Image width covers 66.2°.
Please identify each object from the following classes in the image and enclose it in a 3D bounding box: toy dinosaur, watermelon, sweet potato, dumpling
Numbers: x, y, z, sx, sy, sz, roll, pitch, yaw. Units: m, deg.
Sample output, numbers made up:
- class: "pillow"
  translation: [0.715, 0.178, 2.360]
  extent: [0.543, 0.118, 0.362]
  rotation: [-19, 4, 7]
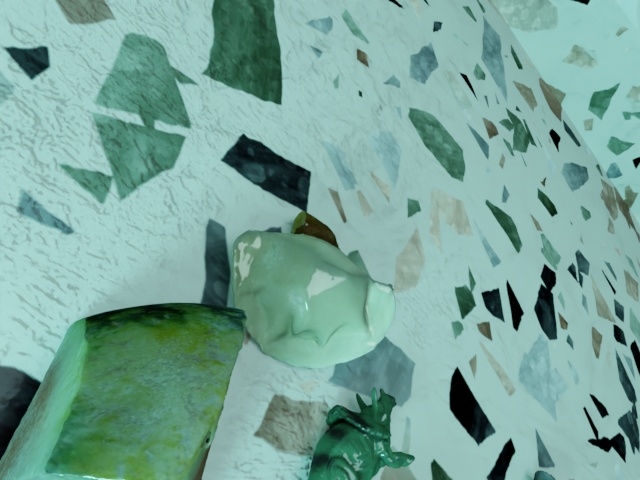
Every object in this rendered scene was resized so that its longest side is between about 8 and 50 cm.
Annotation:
- class: "toy dinosaur"
  translation: [0.034, 0.303, 0.599]
  extent: [0.120, 0.079, 0.292]
  rotation: [42, 45, -12]
- class: "watermelon"
  translation: [-0.145, 0.159, 0.439]
  extent: [0.193, 0.232, 0.310]
  rotation: [32, 7, -24]
- class: "sweet potato"
  translation: [0.000, 0.000, 0.738]
  extent: [0.117, 0.049, 0.049]
  rotation: [37, 49, -38]
- class: "dumpling"
  translation: [-0.021, 0.079, 0.638]
  extent: [0.215, 0.126, 0.167]
  rotation: [30, 79, -40]

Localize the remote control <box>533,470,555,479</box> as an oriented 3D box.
- class: "remote control"
  translation: [0.335, 0.557, 0.774]
  extent: [0.107, 0.044, 0.377]
  rotation: [56, 45, -13]
